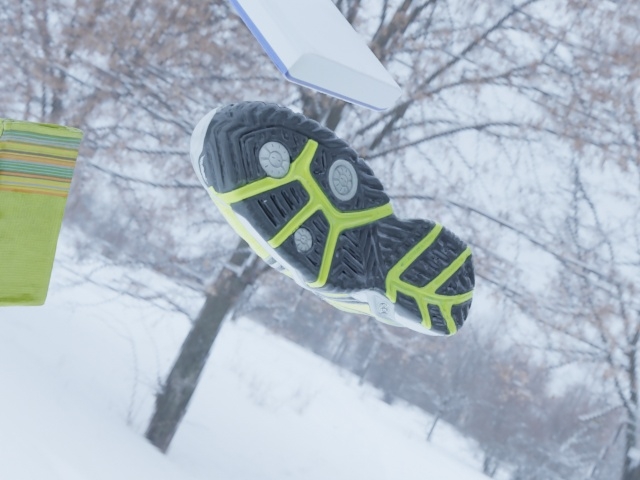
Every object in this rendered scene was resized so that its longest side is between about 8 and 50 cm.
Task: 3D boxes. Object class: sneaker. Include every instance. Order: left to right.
[{"bbox_3d":[0.000,0.000,0.902,0.147,0.145,0.384,-1,-28,43],"label":"sneaker"}]

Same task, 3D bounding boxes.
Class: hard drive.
[{"bbox_3d":[-0.054,-0.286,1.014,0.210,0.040,0.319,5,46,-58],"label":"hard drive"}]

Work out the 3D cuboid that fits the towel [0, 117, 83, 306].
[{"bbox_3d":[-0.355,-0.027,1.083,0.102,0.237,0.021,3,21,-39],"label":"towel"}]
